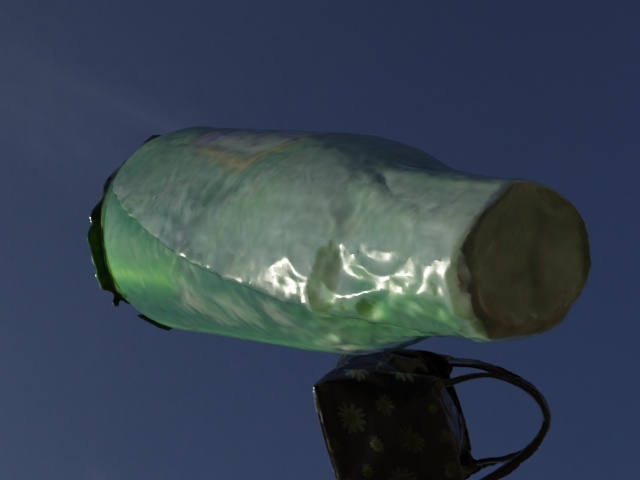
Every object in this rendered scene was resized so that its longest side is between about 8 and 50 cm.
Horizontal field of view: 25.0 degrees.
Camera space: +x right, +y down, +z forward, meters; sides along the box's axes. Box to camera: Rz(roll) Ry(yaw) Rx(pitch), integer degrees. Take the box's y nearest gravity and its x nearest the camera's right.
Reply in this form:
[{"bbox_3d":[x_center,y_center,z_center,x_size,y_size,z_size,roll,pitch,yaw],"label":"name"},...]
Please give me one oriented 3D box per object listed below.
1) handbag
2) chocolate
[{"bbox_3d":[0.077,0.119,0.912,0.139,0.072,0.115,-11,-79,15],"label":"handbag"},{"bbox_3d":[0.000,0.000,0.600,0.110,0.291,0.110,-1,-87,-28],"label":"chocolate"}]
